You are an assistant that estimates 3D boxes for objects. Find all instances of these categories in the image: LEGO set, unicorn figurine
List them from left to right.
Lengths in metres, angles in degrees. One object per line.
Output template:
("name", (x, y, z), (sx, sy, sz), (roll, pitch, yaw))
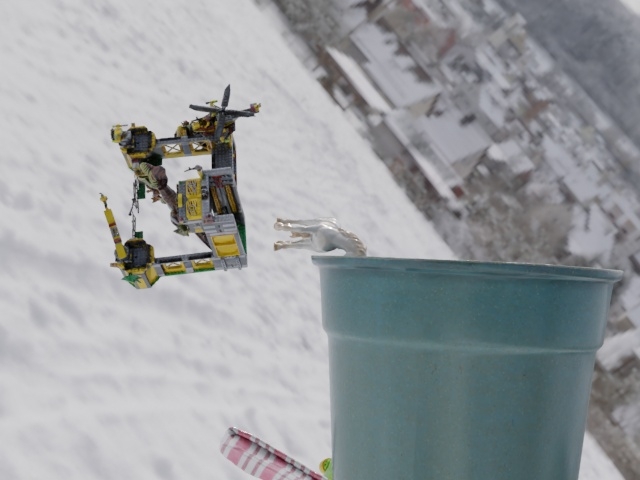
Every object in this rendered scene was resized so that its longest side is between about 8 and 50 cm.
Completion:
("LEGO set", (-0.230, -0.094, 1.616), (0.192, 0.255, 0.331), (82, 11, -62))
("unicorn figurine", (0.000, 0.000, 1.210), (0.162, 0.111, 0.060), (-87, 179, -64))

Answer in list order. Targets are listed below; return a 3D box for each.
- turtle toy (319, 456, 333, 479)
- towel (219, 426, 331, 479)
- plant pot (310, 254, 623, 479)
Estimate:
("turtle toy", (0.038, 0.349, 1.502), (0.066, 0.095, 0.130), (30, 62, -10))
("towel", (-0.047, 0.313, 1.338), (0.197, 0.029, 0.144), (30, -24, 3))
("plant pot", (0.148, 0.189, 1.119), (0.341, 0.341, 0.333), (9, 85, -68))
